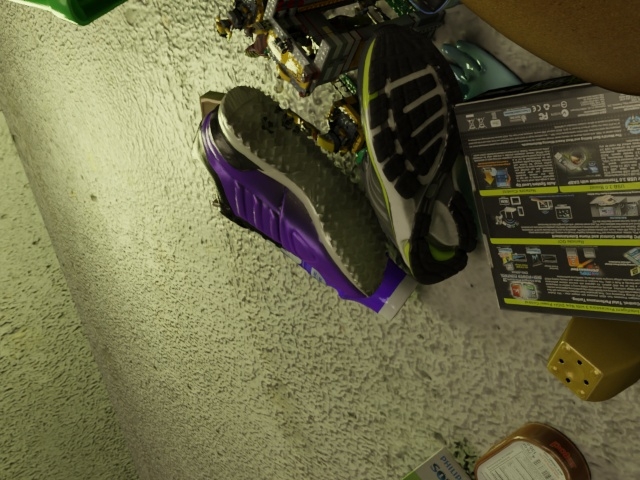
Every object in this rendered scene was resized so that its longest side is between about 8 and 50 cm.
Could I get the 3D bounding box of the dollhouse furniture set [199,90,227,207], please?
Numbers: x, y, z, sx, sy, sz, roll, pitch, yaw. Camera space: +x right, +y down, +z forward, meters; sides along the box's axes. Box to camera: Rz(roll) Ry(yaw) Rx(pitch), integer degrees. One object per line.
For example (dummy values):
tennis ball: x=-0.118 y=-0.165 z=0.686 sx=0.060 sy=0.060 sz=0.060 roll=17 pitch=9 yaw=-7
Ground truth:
dollhouse furniture set: x=-0.079 y=-0.137 z=1.064 sx=0.160 sy=0.101 sz=0.182 roll=14 pitch=126 yaw=22

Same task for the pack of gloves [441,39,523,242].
pack of gloves: x=0.169 y=-0.083 z=0.751 sx=0.232 sy=0.046 sz=0.195 roll=48 pitch=144 yaw=24

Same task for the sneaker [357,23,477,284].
sneaker: x=0.083 y=-0.089 z=0.760 sx=0.121 sy=0.111 sz=0.300 roll=44 pitch=155 yaw=48

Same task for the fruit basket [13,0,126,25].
fruit basket: x=-0.228 y=-0.447 z=0.866 sx=0.392 sy=0.392 sz=0.283 roll=31 pitch=135 yaw=42

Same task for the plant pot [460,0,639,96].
plant pot: x=0.159 y=-0.212 z=0.419 sx=0.237 sy=0.254 sz=0.237 roll=8 pitch=101 yaw=46

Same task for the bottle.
bottle: x=0.000 y=0.000 z=0.957 sx=0.282 sy=0.092 sz=0.118 roll=37 pitch=171 yaw=8

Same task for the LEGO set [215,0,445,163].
LEGO set: x=-0.038 y=-0.242 z=0.799 sx=0.331 sy=0.192 sz=0.255 roll=58 pitch=148 yaw=10

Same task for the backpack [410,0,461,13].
backpack: x=0.113 y=-0.277 z=0.656 sx=0.114 sy=0.084 sz=0.105 roll=57 pitch=149 yaw=20

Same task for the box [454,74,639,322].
box: x=0.260 y=-0.037 z=0.606 sx=0.270 sy=0.060 sz=0.217 roll=0 pitch=113 yaw=48

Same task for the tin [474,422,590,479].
tin: x=0.262 y=0.300 z=0.897 sx=0.106 sy=0.040 sz=0.190 roll=56 pitch=148 yaw=21

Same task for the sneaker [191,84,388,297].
sneaker: x=-0.044 y=-0.042 z=0.859 sx=0.146 sy=0.102 sz=0.293 roll=-26 pitch=108 yaw=45

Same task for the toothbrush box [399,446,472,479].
toothbrush box: x=0.086 y=0.443 z=0.992 sx=0.122 sy=0.283 sz=0.206 roll=49 pitch=155 yaw=23

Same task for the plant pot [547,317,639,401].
plant pot: x=0.273 y=0.110 z=0.699 sx=0.081 sy=0.083 sz=0.081 roll=44 pitch=143 yaw=30
